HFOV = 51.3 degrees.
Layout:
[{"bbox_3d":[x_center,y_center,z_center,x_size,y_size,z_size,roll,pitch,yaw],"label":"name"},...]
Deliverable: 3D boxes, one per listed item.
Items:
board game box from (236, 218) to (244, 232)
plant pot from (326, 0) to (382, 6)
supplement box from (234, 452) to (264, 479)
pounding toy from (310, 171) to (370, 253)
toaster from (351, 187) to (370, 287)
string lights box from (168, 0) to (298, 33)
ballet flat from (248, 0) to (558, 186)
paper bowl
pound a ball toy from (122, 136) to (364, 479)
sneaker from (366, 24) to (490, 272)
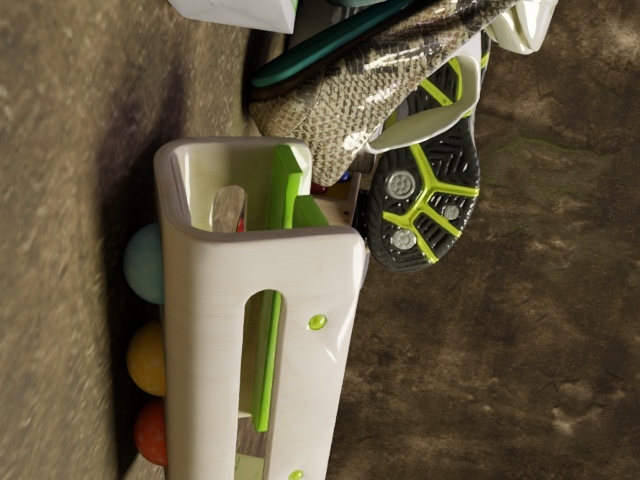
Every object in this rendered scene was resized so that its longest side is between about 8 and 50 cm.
[{"bbox_3d":[-0.027,0.031,0.865,0.193,0.146,0.045,88,13,-74],"label":"board game box"},{"bbox_3d":[0.082,-0.394,0.638,0.195,0.290,0.290,54,32,-32],"label":"plant pot"},{"bbox_3d":[-0.117,0.393,1.058,0.083,0.083,0.056,-76,175,-45],"label":"supplement box"},{"bbox_3d":[0.026,-0.045,1.003,0.181,0.206,0.094,-74,174,-55],"label":"pounding toy"},{"bbox_3d":[0.015,-0.013,1.141,0.168,0.185,0.110,-76,171,-50],"label":"toaster"},{"bbox_3d":[-0.035,-0.260,0.348,0.133,0.076,0.260,-2,103,-85],"label":"string lights box"},{"bbox_3d":[0.142,-0.236,0.736,0.483,0.182,0.164,-41,-154,-7],"label":"ballet flat"},{"bbox_3d":[0.032,-0.246,0.961,0.284,0.148,0.284,11,90,-87],"label":"paper bowl"},{"bbox_3d":[-0.081,0.074,0.514,0.208,0.135,0.319,-117,-151,-51],"label":"pound a ball toy"},{"bbox_3d":[0.154,-0.141,0.921,0.147,0.145,0.385,-62,165,-75],"label":"sneaker"}]
